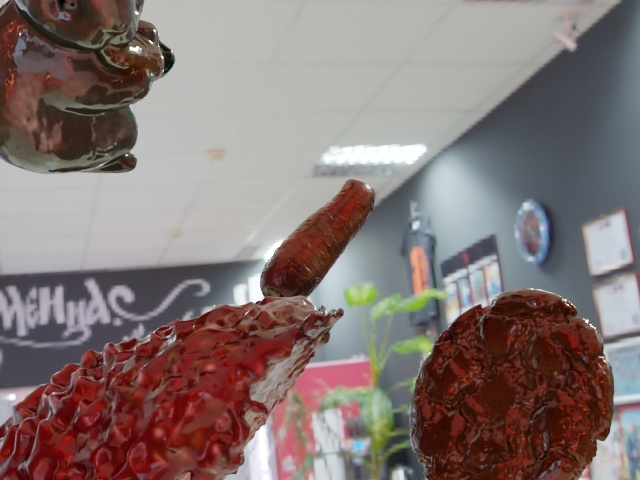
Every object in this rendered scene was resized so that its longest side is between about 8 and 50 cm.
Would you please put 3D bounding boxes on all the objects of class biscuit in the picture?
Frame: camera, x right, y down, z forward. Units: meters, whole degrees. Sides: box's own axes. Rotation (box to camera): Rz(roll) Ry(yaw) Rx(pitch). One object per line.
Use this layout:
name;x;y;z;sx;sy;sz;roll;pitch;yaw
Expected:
biscuit;0.173;0.148;0.957;0.226;0.226;0.042;-15;-36;37

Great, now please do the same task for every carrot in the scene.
carrot;0.000;0.000;1.060;0.060;0.060;0.186;-21;23;51

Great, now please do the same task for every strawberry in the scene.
strawberry;-0.109;0.110;0.616;0.306;0.138;0.233;-55;-7;23

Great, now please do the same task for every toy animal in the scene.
toy animal;-0.163;-0.152;0.668;0.127;0.125;0.251;-43;-18;-40
